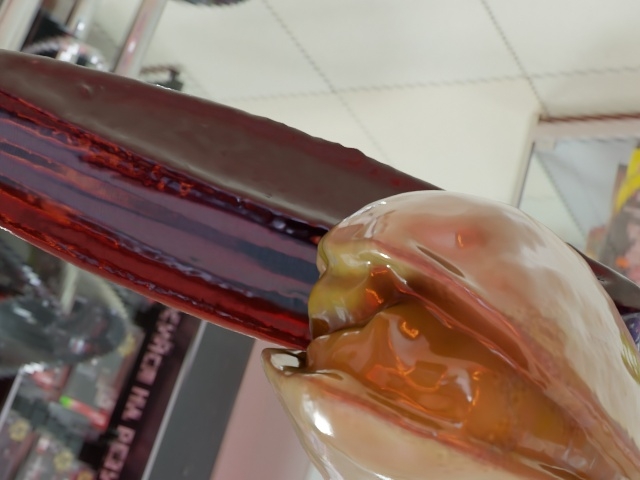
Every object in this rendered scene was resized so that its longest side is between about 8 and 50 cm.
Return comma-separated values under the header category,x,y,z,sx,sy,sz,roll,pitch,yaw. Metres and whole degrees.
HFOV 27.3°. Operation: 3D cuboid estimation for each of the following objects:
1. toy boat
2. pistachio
category,x,y,z,sx,sy,sz,roll,pitch,yaw
toy boat,0.000,0.000,0.688,0.392,0.136,0.079,20,128,-8
pistachio,0.057,0.052,0.445,0.145,0.117,0.200,25,164,19
